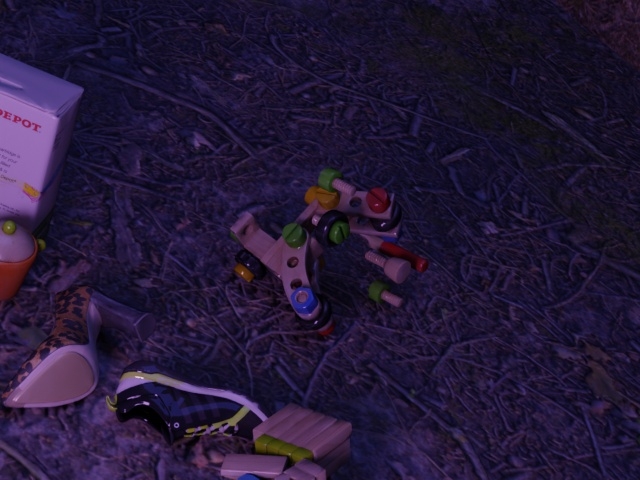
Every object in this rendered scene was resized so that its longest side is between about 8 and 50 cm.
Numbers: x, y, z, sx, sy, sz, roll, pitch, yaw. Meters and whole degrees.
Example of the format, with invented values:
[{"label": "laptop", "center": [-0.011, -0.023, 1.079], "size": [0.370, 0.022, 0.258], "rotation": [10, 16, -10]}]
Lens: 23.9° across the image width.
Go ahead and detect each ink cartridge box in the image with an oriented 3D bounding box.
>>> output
[{"label": "ink cartridge box", "center": [-0.491, -0.132, 2.268], "size": [0.201, 0.278, 0.117], "rotation": [23, 32, 3]}]

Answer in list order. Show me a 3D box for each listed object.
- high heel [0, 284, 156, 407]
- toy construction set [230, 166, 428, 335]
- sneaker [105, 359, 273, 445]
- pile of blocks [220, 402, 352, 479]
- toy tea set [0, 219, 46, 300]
[{"label": "high heel", "center": [-0.382, 0.150, 2.122], "size": [0.186, 0.093, 0.261], "rotation": [17, 36, 40]}, {"label": "toy construction set", "center": [0.000, 0.000, 2.442], "size": [0.237, 0.257, 0.309], "rotation": [27, 9, 34]}, {"label": "sneaker", "center": [-0.180, 0.248, 2.083], "size": [0.234, 0.084, 0.097], "rotation": [18, 55, -2]}, {"label": "pile of blocks", "center": [-0.059, 0.353, 1.953], "size": [0.149, 0.113, 0.362], "rotation": [3, 26, 13]}, {"label": "toy tea set", "center": [-0.534, 0.043, 2.104], "size": [0.200, 0.124, 0.336], "rotation": [27, 37, 4]}]
